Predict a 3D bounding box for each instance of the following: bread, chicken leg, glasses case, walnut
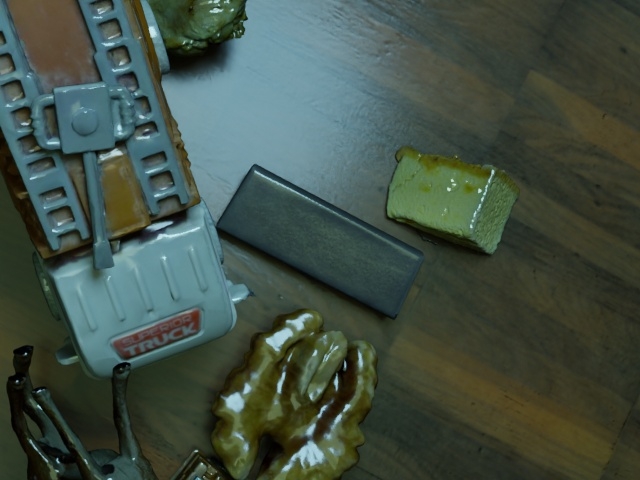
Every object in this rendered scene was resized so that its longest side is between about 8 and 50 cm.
[{"bbox_3d":[0.123,-0.037,1.062,0.109,0.080,0.084,16,82,27],"label":"bread"},{"bbox_3d":[-0.171,-0.209,0.990,0.227,0.103,0.088,-4,42,8],"label":"chicken leg"},{"bbox_3d":[0.001,0.001,1.026,0.190,0.042,0.072,28,89,-7],"label":"glasses case"},{"bbox_3d":[-0.023,0.153,0.997,0.143,0.069,0.170,34,78,-8],"label":"walnut"}]

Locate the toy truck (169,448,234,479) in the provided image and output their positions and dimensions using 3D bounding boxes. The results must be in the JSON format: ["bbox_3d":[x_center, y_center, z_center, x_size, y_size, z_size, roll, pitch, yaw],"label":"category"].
[{"bbox_3d":[-0.062,0.272,0.959,0.177,0.115,0.080,40,81,-6],"label":"toy truck"}]

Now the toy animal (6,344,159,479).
[{"bbox_3d":[-0.156,0.213,0.856,0.087,0.243,0.260,-26,111,-29],"label":"toy animal"}]

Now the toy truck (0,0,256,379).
[{"bbox_3d":[-0.184,-0.078,0.868,0.173,0.207,0.388,-20,114,-10],"label":"toy truck"}]
